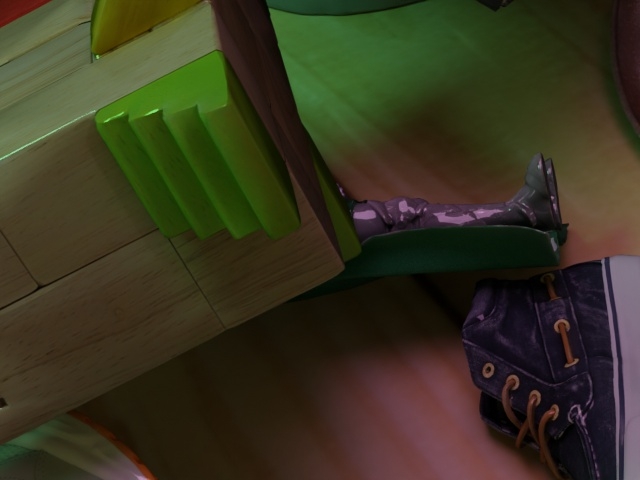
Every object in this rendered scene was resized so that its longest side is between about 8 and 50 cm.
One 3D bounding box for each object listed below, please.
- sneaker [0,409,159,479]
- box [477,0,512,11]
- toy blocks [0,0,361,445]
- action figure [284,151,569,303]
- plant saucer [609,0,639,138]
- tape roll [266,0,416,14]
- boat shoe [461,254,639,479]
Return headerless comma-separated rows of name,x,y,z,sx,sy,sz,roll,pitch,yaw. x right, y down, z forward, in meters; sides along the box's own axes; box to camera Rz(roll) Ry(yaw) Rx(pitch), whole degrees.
sneaker,-0.156,0.131,0.653,0.262,0.099,0.121,7,54,40
box,0.045,-0.286,0.868,0.318,0.097,0.395,28,32,12
toy blocks,-0.144,-0.032,0.655,0.261,0.191,0.381,-26,27,6
action figure,0.000,0.000,0.755,0.232,0.063,0.137,-10,-4,12
plant saucer,0.287,-0.149,0.782,0.310,0.050,0.311,-30,45,35
tape roll,0.027,-0.241,1.034,0.219,0.072,0.219,-8,41,7
boat shoe,0.106,0.077,0.668,0.083,0.065,0.183,-8,34,12
